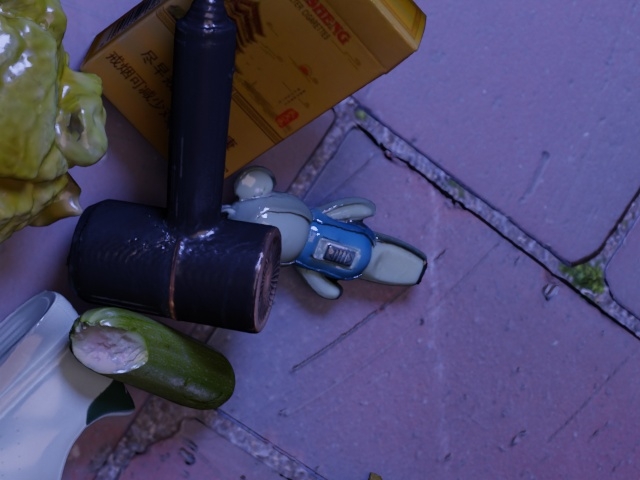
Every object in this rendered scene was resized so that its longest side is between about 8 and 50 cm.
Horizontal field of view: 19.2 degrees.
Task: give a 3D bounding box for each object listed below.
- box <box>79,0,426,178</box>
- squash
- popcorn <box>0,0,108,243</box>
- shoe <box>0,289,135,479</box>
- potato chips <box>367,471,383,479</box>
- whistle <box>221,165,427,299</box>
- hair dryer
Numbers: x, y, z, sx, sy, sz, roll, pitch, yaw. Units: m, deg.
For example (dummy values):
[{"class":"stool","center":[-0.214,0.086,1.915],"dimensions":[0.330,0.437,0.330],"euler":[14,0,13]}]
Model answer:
[{"class":"box","center":[-0.062,-0.181,1.734],"dimensions":[0.274,0.076,0.174],"euler":[-32,114,27]},{"class":"squash","center":[-0.155,0.112,1.780],"dimensions":[0.239,0.069,0.069],"euler":[30,86,-54]},{"class":"popcorn","center":[-0.315,-0.116,1.650],"dimensions":[0.258,0.224,0.270],"euler":[-28,113,-19]},{"class":"shoe","center":[-0.325,0.224,1.750],"dimensions":[0.363,0.132,0.160],"euler":[-47,110,-16]},{"class":"potato chips","center":[0.028,0.340,1.958],"dimensions":[0.037,0.026,0.204],"euler":[22,91,-9]},{"class":"whistle","center":[0.000,0.000,1.870],"dimensions":[0.236,0.077,0.114],"euler":[15,102,-28]},{"class":"hair dryer","center":[-0.129,-0.090,1.715],"dimensions":[0.189,0.107,0.352],"euler":[9,116,8]}]
